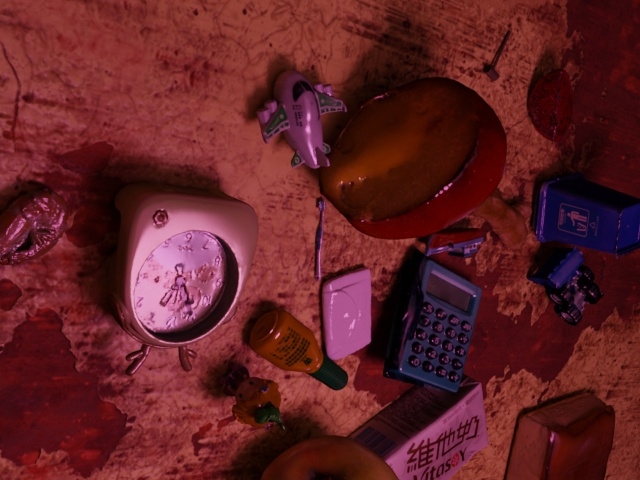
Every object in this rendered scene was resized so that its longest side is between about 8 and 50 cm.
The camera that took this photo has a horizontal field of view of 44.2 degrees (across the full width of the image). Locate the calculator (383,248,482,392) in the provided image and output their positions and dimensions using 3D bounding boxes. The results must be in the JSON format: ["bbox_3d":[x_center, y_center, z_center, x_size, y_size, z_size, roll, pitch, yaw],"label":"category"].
[{"bbox_3d":[0.246,0.185,1.697,0.248,0.058,0.274,26,74,-41],"label":"calculator"}]

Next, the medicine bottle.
[{"bbox_3d":[-0.031,0.221,1.514,0.095,0.064,0.260,-50,131,-3],"label":"medicine bottle"}]

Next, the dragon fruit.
[{"bbox_3d":[0.520,-0.304,1.776,0.106,0.083,0.162,-15,107,-49],"label":"dragon fruit"}]

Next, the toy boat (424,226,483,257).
[{"bbox_3d":[0.282,0.008,1.693,0.173,0.069,0.059,-8,103,-43],"label":"toy boat"}]

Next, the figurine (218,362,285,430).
[{"bbox_3d":[-0.106,0.295,1.418,0.115,0.156,0.095,42,78,-38],"label":"figurine"}]

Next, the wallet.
[{"bbox_3d":[0.056,0.149,1.584,0.124,0.032,0.183,-19,117,-36],"label":"wallet"}]

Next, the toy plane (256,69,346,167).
[{"bbox_3d":[-0.030,-0.205,1.344,0.174,0.080,0.174,-5,99,-33],"label":"toy plane"}]

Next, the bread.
[{"bbox_3d":[0.663,0.610,2.184,0.333,0.143,0.324,-7,111,-38],"label":"bread"}]

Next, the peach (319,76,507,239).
[{"bbox_3d":[0.160,-0.141,1.416,0.338,0.281,0.281,-17,117,-24],"label":"peach"}]

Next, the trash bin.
[{"bbox_3d":[0.637,-0.060,1.850,0.184,0.234,0.163,-16,115,-34],"label":"trash bin"}]

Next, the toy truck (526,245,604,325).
[{"bbox_3d":[0.602,0.102,1.956,0.113,0.126,0.208,-45,129,-12],"label":"toy truck"}]

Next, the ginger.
[{"bbox_3d":[0.380,-0.063,1.750,0.298,0.065,0.118,20,77,-44],"label":"ginger"}]

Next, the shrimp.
[{"bbox_3d":[-0.436,-0.001,1.122,0.180,0.041,0.099,-45,144,-20],"label":"shrimp"}]

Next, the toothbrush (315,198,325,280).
[{"bbox_3d":[0.000,0.000,1.494,0.017,0.014,0.162,-22,120,-49],"label":"toothbrush"}]

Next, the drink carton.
[{"bbox_3d":[0.225,0.455,1.773,0.324,0.132,0.194,-31,124,-29],"label":"drink carton"}]

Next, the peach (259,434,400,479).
[{"bbox_3d":[0.021,0.548,1.521,0.281,0.314,0.316,-41,151,-47],"label":"peach"}]

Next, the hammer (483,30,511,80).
[{"bbox_3d":[0.377,-0.393,1.662,0.035,0.019,0.110,31,80,-42],"label":"hammer"}]

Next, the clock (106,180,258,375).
[{"bbox_3d":[-0.235,0.066,1.267,0.235,0.096,0.308,6,102,-42],"label":"clock"}]
